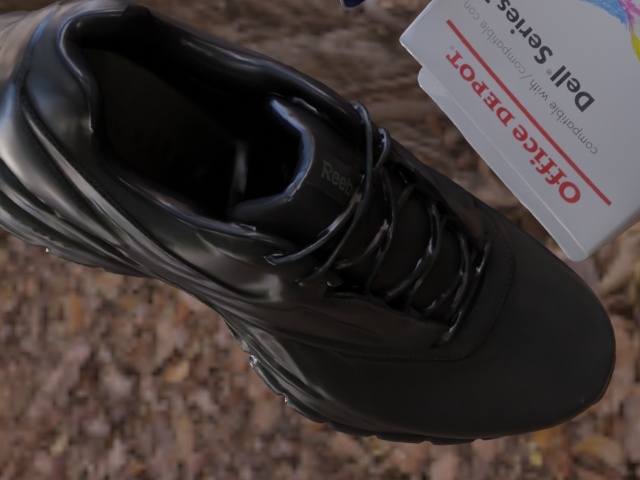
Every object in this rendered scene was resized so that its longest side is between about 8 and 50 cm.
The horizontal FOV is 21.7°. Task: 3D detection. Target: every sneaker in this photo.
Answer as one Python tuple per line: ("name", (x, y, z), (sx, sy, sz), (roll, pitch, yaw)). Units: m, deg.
("sneaker", (0.000, 0.000, 0.617), (0.130, 0.286, 0.109), (-14, 54, 65))

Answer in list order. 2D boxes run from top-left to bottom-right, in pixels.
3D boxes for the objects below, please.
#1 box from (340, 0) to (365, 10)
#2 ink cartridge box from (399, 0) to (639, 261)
("box", (0.082, -0.257, 1.063), (0.036, 0.225, 0.136), (46, 168, 35))
("ink cartridge box", (0.202, -0.138, 1.112), (0.207, 0.119, 0.353), (49, 127, 8))
